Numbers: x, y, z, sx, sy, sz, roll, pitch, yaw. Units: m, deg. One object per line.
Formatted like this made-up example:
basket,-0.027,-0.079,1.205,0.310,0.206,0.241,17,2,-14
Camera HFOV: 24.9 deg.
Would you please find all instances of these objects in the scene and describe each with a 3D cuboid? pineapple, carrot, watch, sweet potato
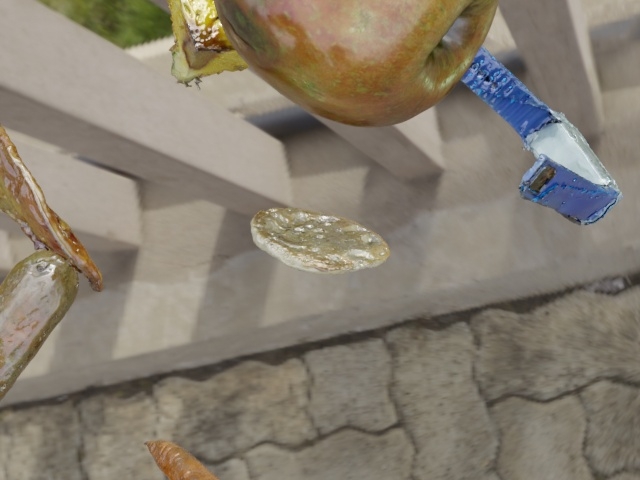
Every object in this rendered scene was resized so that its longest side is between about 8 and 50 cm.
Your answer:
pineapple,-0.104,-0.169,1.283,0.114,0.114,0.077,26,49,-15
carrot,-0.131,0.269,1.581,0.224,0.057,0.057,33,94,50
watch,0.215,-0.139,1.634,0.068,0.274,0.276,-41,63,20
sweet potato,-0.324,0.126,1.427,0.075,0.075,0.273,29,85,14

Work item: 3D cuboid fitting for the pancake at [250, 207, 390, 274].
pancake,0.000,0.000,1.406,0.139,0.139,0.022,16,111,14

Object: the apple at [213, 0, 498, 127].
apple,0.024,-0.199,1.128,0.207,0.237,0.237,31,93,16

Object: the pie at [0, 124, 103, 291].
pie,-0.210,-0.043,0.975,0.033,0.088,0.191,-30,49,-20
